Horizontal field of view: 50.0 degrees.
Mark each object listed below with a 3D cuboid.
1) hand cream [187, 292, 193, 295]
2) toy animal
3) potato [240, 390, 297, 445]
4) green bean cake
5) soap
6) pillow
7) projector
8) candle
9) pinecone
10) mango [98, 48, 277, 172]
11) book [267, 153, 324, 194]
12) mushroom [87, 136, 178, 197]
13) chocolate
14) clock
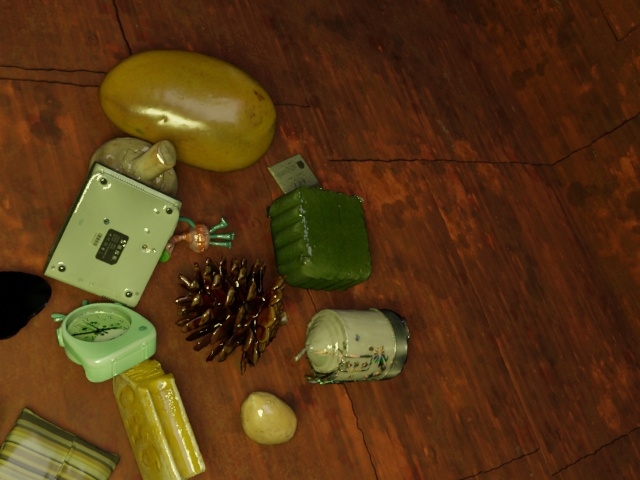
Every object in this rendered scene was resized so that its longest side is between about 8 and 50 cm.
[{"bbox_3d":[-0.273,0.132,1.608,0.093,0.019,0.030,30,47,-29],"label":"hand cream"},{"bbox_3d":[-0.307,-0.012,1.606,0.208,0.100,0.103,-9,108,-28],"label":"toy animal"},{"bbox_3d":[-0.116,0.393,1.512,0.147,0.112,0.112,35,48,-26],"label":"potato"},{"bbox_3d":[0.000,0.000,1.794,0.246,0.156,0.250,7,69,-39],"label":"green bean cake"},{"bbox_3d":[-0.323,0.349,1.335,0.080,0.160,0.258,-13,72,-40],"label":"soap"},{"bbox_3d":[-0.490,0.438,1.222,0.208,0.052,0.212,35,51,-19],"label":"pillow"},{"bbox_3d":[-0.426,-0.009,1.423,0.198,0.108,0.251,26,91,-24],"label":"projector"},{"bbox_3d":[0.052,0.255,1.666,0.330,0.187,0.188,5,62,-35],"label":"candle"},{"bbox_3d":[-0.200,0.149,1.506,0.264,0.264,0.264,19,54,-28],"label":"pinecone"},{"bbox_3d":[-0.321,-0.325,1.702,0.445,0.232,0.300,9,63,-25],"label":"mango"},{"bbox_3d":[-0.051,-0.146,1.945,0.138,0.016,0.199,-30,85,-44],"label":"book"},{"bbox_3d":[-0.402,-0.149,1.537,0.207,0.215,0.207,27,49,-36],"label":"mushroom"},{"bbox_3d":[-0.601,0.127,1.310,0.125,0.080,0.149,35,54,-1],"label":"chocolate"},{"bbox_3d":[-0.440,0.184,1.366,0.210,0.066,0.159,28,35,33],"label":"clock"}]
